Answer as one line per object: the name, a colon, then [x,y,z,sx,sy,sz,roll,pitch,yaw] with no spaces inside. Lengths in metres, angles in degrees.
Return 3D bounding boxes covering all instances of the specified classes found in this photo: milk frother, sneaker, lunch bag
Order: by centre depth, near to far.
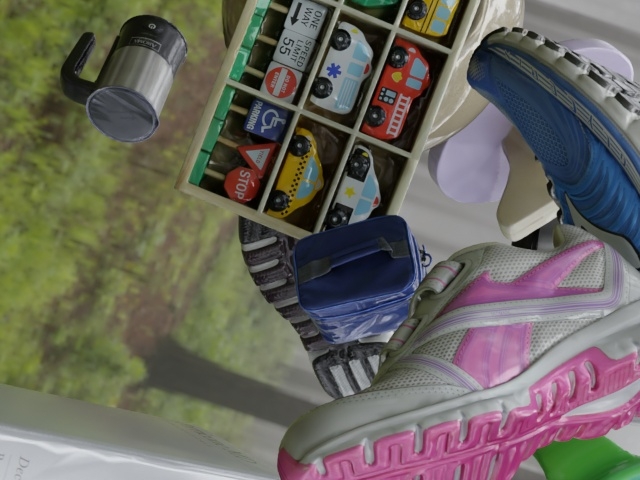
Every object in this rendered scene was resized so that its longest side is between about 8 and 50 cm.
sneaker: [0.079,0.068,0.697,0.111,0.252,0.103,52,-33,32]
sneaker: [0.185,-0.005,0.818,0.130,0.330,0.147,12,126,-51]
lunch bag: [0.032,0.025,0.917,0.065,0.098,0.067,54,23,-57]
sneaker: [0.000,0.000,1.156,0.162,0.106,0.281,-91,166,-51]
milk frother: [-0.226,-0.166,1.518,0.143,0.129,0.134,80,18,-45]

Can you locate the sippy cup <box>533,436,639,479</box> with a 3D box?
sippy cup: [0.249,0.280,1.017,0.224,0.240,0.305,126,-34,-80]

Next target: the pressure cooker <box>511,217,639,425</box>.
pressure cooker: [0.486,0.077,1.732,0.370,0.420,0.375,18,76,-66]

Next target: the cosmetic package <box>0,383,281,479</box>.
cosmetic package: [-0.274,0.202,1.035,0.230,0.453,0.161,11,-95,60]

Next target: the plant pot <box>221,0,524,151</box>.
plant pot: [0.063,-0.211,1.158,0.191,0.284,0.284,-159,-93,-80]

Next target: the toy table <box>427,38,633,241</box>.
toy table: [0.282,-0.107,1.527,0.274,0.252,0.161,-39,-138,2]

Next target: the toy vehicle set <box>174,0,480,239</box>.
toy vehicle set: [0.012,-0.132,1.001,0.035,0.166,0.266,-154,-95,-86]
